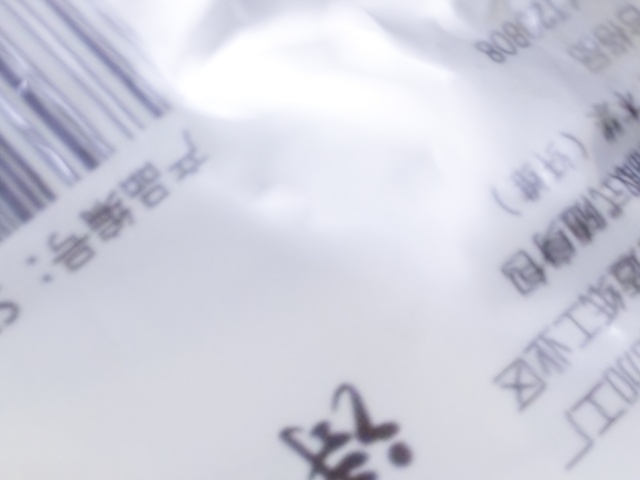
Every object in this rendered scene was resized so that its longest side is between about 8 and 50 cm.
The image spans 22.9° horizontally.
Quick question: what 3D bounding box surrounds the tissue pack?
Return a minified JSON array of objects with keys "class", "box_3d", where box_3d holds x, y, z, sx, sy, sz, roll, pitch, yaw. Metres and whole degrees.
[{"class":"tissue pack","box_3d":[0.000,0.000,0.443,0.375,0.195,0.390,-41,-101,-12]}]
